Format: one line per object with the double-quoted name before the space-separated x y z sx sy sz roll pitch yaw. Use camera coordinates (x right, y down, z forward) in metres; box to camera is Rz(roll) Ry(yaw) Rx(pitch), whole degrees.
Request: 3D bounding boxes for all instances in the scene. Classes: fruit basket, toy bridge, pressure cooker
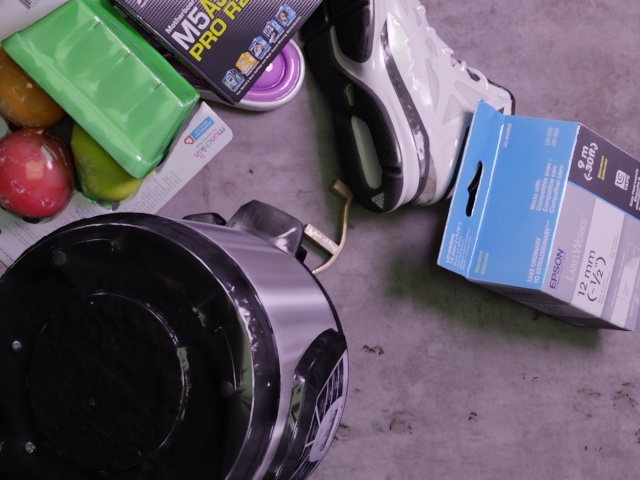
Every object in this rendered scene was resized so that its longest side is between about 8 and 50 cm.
"fruit basket" -0.342 -0.133 1.382 0.327 0.165 0.353 44 110 -7
"toy bridge" 0.000 0.000 1.546 0.063 0.026 0.188 38 75 -13
"pressure cooker" -0.160 0.150 1.288 0.370 0.420 0.375 -23 80 14

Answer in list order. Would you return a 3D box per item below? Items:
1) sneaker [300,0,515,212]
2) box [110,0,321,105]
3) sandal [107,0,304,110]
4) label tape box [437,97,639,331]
"sneaker" 0.132 -0.265 1.574 0.257 0.169 0.447 -7 82 -35
"box" -0.111 -0.347 1.401 0.216 0.060 0.270 41 85 -31
"sandal" -0.217 -0.279 1.468 0.416 0.102 0.169 4 82 -16
"label tape box" 0.341 -0.031 1.542 0.347 0.115 0.249 23 78 -41
